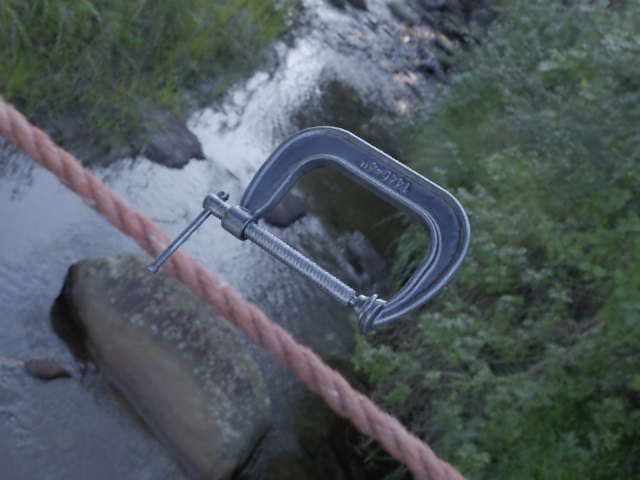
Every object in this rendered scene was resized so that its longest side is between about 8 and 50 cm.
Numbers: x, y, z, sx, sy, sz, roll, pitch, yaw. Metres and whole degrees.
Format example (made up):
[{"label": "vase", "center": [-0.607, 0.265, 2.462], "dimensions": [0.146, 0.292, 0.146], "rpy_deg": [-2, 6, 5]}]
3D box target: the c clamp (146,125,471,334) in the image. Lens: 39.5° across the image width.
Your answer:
[{"label": "c clamp", "center": [0.000, 0.000, 0.523], "dimensions": [0.160, 0.137, 0.022], "rpy_deg": [28, -17, 22]}]
